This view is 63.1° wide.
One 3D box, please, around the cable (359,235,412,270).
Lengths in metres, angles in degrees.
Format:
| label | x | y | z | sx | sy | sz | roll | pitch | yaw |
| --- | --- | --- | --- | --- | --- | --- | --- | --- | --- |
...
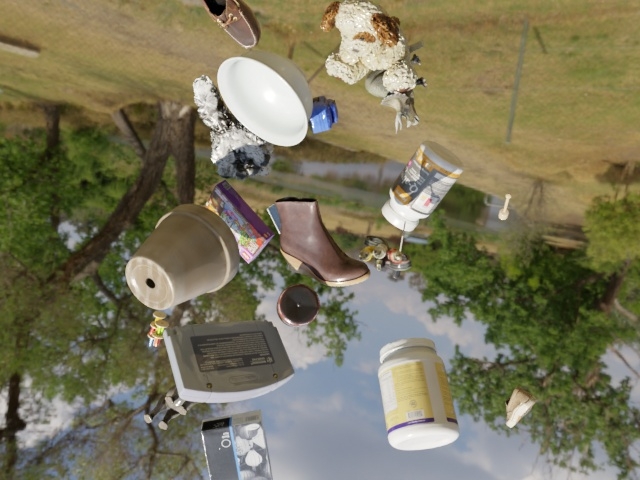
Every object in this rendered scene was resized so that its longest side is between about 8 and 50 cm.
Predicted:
| label | x | y | z | sx | sy | sz | roll | pitch | yaw |
| --- | --- | --- | --- | --- | --- | --- | --- | --- | --- |
| cable | 0.182 | 0.019 | 1.455 | 0.139 | 0.072 | 0.287 | 2 | -162 | 6 |

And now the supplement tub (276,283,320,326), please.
| label | x | y | z | sx | sy | sz | roll | pitch | yaw |
| --- | --- | --- | --- | --- | --- | --- | --- | --- | --- |
| supplement tub | -0.062 | 0.171 | 1.342 | 0.106 | 0.106 | 0.198 | 10 | 169 | -5 |

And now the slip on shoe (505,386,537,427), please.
| label | x | y | z | sx | sy | sz | roll | pitch | yaw |
| --- | --- | --- | --- | --- | --- | --- | --- | --- | --- |
| slip on shoe | 0.383 | 0.326 | 1.018 | 0.041 | 0.051 | 0.135 | 45 | 163 | 29 |

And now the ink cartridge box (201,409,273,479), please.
| label | x | y | z | sx | sy | sz | roll | pitch | yaw |
| --- | --- | --- | --- | --- | --- | --- | --- | --- | --- |
| ink cartridge box | -0.218 | 0.637 | 1.432 | 0.165 | 0.332 | 0.065 | -10 | -165 | -6 |

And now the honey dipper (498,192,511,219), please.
| label | x | y | z | sx | sy | sz | roll | pitch | yaw |
| --- | --- | --- | --- | --- | --- | --- | --- | --- | --- |
| honey dipper | 0.597 | -0.111 | 1.679 | 0.030 | 0.030 | 0.160 | 11 | 162 | 18 |

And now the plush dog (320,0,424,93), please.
| label | x | y | z | sx | sy | sz | roll | pitch | yaw |
| --- | --- | --- | --- | --- | --- | --- | --- | --- | --- |
| plush dog | 0.126 | -0.509 | 1.289 | 0.262 | 0.210 | 0.225 | 23 | 179 | 28 |

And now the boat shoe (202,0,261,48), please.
| label | x | y | z | sx | sy | sz | roll | pitch | yaw |
| --- | --- | --- | --- | --- | --- | --- | --- | --- | --- |
| boat shoe | -0.196 | -0.468 | 1.045 | 0.073 | 0.073 | 0.207 | -19 | 133 | 27 |

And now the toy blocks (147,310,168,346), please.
| label | x | y | z | sx | sy | sz | roll | pitch | yaw |
| --- | --- | --- | --- | --- | --- | --- | --- | --- | --- |
| toy blocks | -0.658 | 0.377 | 2.092 | 0.054 | 0.148 | 0.123 | 11 | -161 | -27 |

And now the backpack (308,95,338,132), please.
| label | x | y | z | sx | sy | sz | roll | pitch | yaw |
| --- | --- | --- | --- | --- | --- | --- | --- | --- | --- |
| backpack | 0.004 | -0.398 | 1.636 | 0.101 | 0.098 | 0.120 | -13 | -151 | 10 |

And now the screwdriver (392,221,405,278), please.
| label | x | y | z | sx | sy | sz | roll | pitch | yaw |
| --- | --- | --- | --- | --- | --- | --- | --- | --- | --- |
| screwdriver | 0.229 | 0.026 | 1.507 | 0.025 | 0.170 | 0.024 | 7 | 180 | -42 |

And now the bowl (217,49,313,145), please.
| label | x | y | z | sx | sy | sz | roll | pitch | yaw |
| --- | --- | --- | --- | --- | --- | --- | --- | --- | --- |
| bowl | -0.130 | -0.419 | 1.455 | 0.298 | 0.134 | 0.298 | 27 | 154 | 14 |

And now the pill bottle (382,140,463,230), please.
| label | x | y | z | sx | sy | sz | roll | pitch | yaw |
| --- | --- | --- | --- | --- | --- | --- | --- | --- | --- |
| pill bottle | 0.331 | -0.176 | 1.722 | 0.162 | 0.278 | 0.162 | 25 | -150 | -15 |

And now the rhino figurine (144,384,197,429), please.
| label | x | y | z | sx | sy | sz | roll | pitch | yaw |
| --- | --- | --- | --- | --- | --- | --- | --- | --- | --- |
| rhino figurine | -0.336 | 0.386 | 1.308 | 0.073 | 0.243 | 0.106 | 50 | -152 | -2 |

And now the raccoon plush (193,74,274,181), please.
| label | x | y | z | sx | sy | sz | roll | pitch | yaw |
| --- | --- | --- | --- | --- | --- | --- | --- | --- | --- |
| raccoon plush | -0.300 | -0.436 | 1.983 | 0.216 | 0.446 | 0.299 | -8 | -153 | 7 |

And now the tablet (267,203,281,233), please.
| label | x | y | z | sx | sy | sz | roll | pitch | yaw |
| --- | --- | --- | --- | --- | --- | --- | --- | --- | --- |
| tablet | -0.128 | -0.064 | 1.532 | 0.006 | 0.083 | 0.054 | -21 | -169 | 25 |

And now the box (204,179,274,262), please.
| label | x | y | z | sx | sy | sz | roll | pitch | yaw |
| --- | --- | --- | --- | --- | --- | --- | --- | --- | --- |
| box | -0.331 | -0.071 | 2.068 | 0.057 | 0.293 | 0.201 | -39 | 175 | -40 |

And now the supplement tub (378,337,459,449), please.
| label | x | y | z | sx | sy | sz | roll | pitch | yaw |
| --- | --- | --- | --- | --- | --- | --- | --- | --- | --- |
| supplement tub | 0.330 | 0.531 | 1.807 | 0.241 | 0.331 | 0.241 | -4 | 146 | -3 |

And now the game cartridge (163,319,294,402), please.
| label | x | y | z | sx | sy | sz | roll | pitch | yaw |
| --- | --- | --- | --- | --- | --- | --- | --- | --- | --- |
| game cartridge | -0.217 | 0.291 | 1.266 | 0.297 | 0.062 | 0.198 | 3 | -130 | -37 |

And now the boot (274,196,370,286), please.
| label | x | y | z | sx | sy | sz | roll | pitch | yaw |
| --- | --- | --- | --- | --- | --- | --- | --- | --- | --- |
| boot | 0.000 | 0.000 | 1.287 | 0.248 | 0.207 | 0.090 | 8 | -149 | 29 |

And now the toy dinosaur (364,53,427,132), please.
| label | x | y | z | sx | sy | sz | roll | pitch | yaw |
| --- | --- | --- | --- | --- | --- | --- | --- | --- | --- |
| toy dinosaur | 0.194 | -0.456 | 1.482 | 0.313 | 0.160 | 0.121 | 52 | 173 | 37 |

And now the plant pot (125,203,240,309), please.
| label | x | y | z | sx | sy | sz | roll | pitch | yaw |
| --- | --- | --- | --- | --- | --- | --- | --- | --- | --- |
| plant pot | -0.477 | 0.077 | 1.723 | 0.323 | 0.323 | 0.280 | 11 | -150 | 22 |
